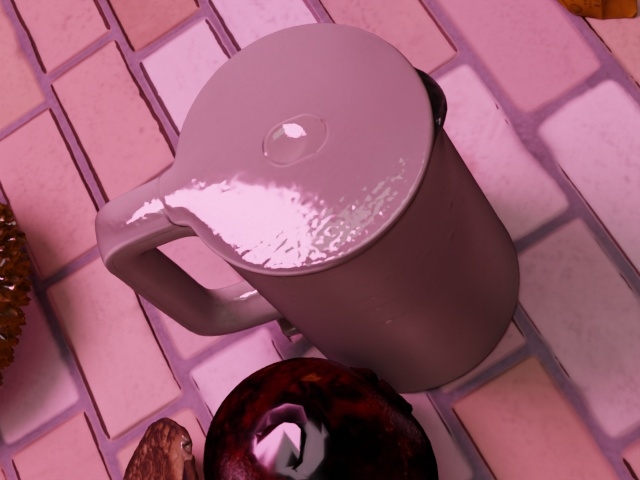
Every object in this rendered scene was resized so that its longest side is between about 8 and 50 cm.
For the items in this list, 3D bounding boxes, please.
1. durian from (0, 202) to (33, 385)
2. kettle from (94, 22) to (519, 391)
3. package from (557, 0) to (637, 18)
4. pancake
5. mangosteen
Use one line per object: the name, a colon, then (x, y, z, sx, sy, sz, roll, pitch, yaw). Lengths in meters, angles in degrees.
durian: (-0.400, 0.054, 1.152, 0.258, 0.258, 0.293, -19, 71, 12)
kettle: (0.007, -0.014, 0.973, 0.265, 0.318, 0.205, 8, 74, 22)
package: (0.238, -0.256, 1.126, 0.047, 0.071, 0.131, -37, 63, -4)
pancake: (-0.143, 0.246, 1.021, 0.199, 0.021, 0.199, -37, 47, 54)
mangosteen: (-0.007, 0.195, 0.962, 0.210, 0.210, 0.210, -7, 67, 17)
